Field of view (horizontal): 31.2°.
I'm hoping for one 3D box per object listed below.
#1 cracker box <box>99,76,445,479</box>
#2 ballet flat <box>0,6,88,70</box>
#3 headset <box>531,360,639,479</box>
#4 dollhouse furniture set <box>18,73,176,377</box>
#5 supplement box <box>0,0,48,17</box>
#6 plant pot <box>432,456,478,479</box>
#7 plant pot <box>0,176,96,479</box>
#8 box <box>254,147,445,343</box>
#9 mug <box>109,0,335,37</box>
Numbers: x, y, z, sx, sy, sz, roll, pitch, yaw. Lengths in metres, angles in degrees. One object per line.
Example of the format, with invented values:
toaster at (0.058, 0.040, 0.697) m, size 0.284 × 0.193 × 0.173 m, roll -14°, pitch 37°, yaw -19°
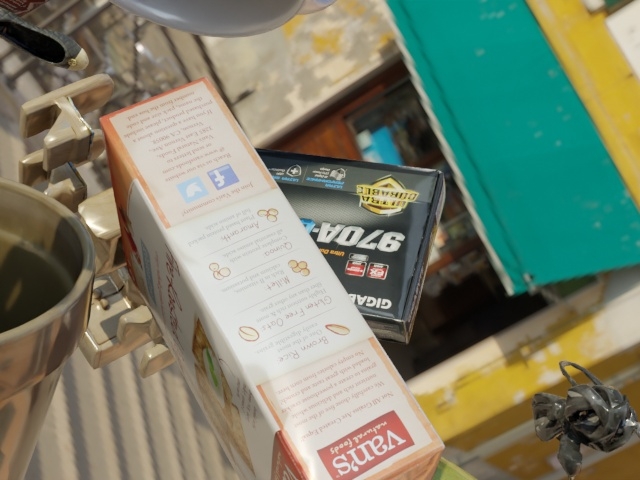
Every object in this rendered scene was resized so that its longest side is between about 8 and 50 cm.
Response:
cracker box at (-0.032, 0.053, 0.590) m, size 0.232 × 0.067 × 0.156 m, roll 56°, pitch -20°, yaw 26°
ballet flat at (-0.426, -0.293, 1.704) m, size 0.173 × 0.057 × 0.049 m, roll 23°, pitch 33°, yaw -28°
headset at (0.336, 0.133, 0.746) m, size 0.185 × 0.394 × 0.243 m, roll 107°, pitch -10°, yaw -77°
dollhouse furniture set at (-0.244, -0.003, 1.684) m, size 0.256 × 0.394 × 0.362 m, roll -27°, pitch 71°, yaw -28°
supplement box at (-0.494, -0.455, 1.758) m, size 0.191 × 0.194 × 0.129 m, roll 26°, pitch 54°, yaw -47°
plant pot at (0.169, 0.426, 1.527) m, size 0.293 × 0.275 × 0.275 m, roll 21°, pitch 19°, yaw 6°
plant pot at (-0.369, 0.125, 1.009) m, size 0.323 × 0.323 × 0.280 m, roll -82°, pitch -178°, yaw -62°
box at (0.000, 0.000, 1.137) m, size 0.051 × 0.220 × 0.175 m, roll 74°, pitch 30°, yaw -56°
mug at (-0.069, -0.385, 1.131) m, size 0.374 × 0.276 × 0.328 m, roll 44°, pitch 55°, yaw -45°
